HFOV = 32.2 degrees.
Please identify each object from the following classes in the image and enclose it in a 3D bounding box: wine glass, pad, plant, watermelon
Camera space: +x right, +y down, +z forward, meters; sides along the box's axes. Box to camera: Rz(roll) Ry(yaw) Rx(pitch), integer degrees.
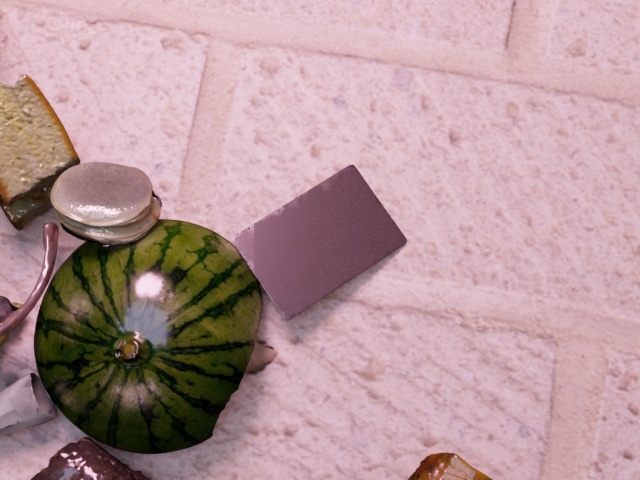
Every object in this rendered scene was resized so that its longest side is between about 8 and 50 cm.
[{"bbox_3d":[-0.447,0.245,1.521,0.155,0.073,0.073,-26,80,3],"label":"wine glass"},{"bbox_3d":[0.000,0.000,1.540,0.211,0.003,0.143,-32,80,-16],"label":"pad"},{"bbox_3d":[-0.285,0.357,1.457,0.194,0.132,0.129,40,92,7],"label":"plant"},{"bbox_3d":[-0.239,0.114,1.476,0.330,0.189,0.331,0,78,-2],"label":"watermelon"}]

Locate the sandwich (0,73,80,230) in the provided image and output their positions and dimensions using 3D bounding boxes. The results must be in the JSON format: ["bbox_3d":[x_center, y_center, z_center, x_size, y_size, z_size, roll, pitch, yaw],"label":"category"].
[{"bbox_3d":[-0.403,-0.122,1.495,0.122,0.236,0.128,-31,78,-14],"label":"sandwich"}]

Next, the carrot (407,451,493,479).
[{"bbox_3d":[0.099,0.403,1.439,0.114,0.114,0.302,39,83,9],"label":"carrot"}]

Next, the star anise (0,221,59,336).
[{"bbox_3d":[-0.539,0.084,1.439,0.315,0.139,0.360,20,64,-7],"label":"star anise"}]

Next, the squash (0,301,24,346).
[{"bbox_3d":[-0.497,0.156,1.523,0.224,0.094,0.094,-39,80,-17],"label":"squash"}]

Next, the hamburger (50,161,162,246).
[{"bbox_3d":[-0.283,-0.049,1.460,0.139,0.063,0.133,6,38,2],"label":"hamburger"}]
